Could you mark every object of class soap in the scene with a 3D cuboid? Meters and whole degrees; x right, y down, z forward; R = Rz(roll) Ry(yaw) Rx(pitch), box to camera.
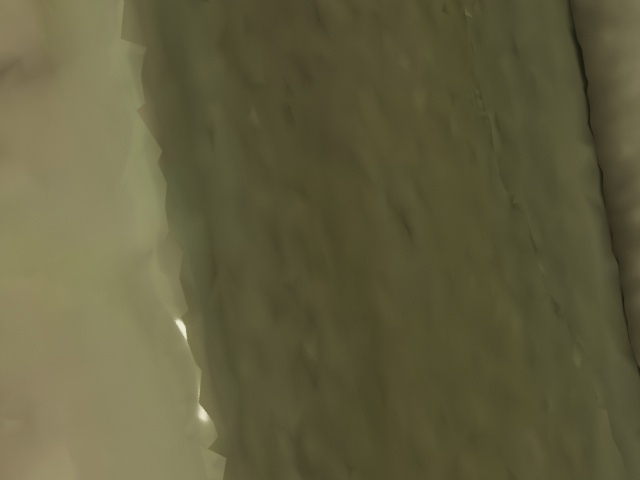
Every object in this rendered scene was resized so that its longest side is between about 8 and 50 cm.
[{"bbox_3d":[-0.107,0.030,0.505,0.350,0.213,0.435,-12,88,27],"label":"soap"}]
